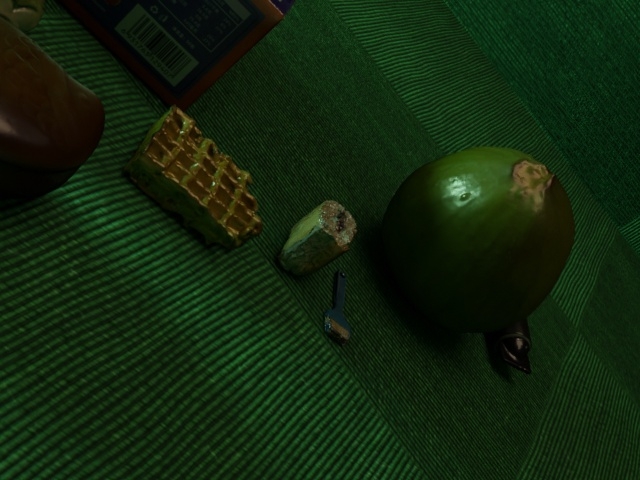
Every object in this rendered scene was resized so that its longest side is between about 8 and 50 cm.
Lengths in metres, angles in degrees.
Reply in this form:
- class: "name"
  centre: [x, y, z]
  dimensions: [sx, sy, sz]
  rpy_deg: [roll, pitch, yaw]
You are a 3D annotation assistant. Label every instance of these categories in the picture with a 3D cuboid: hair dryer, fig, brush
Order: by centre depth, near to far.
- class: "brush"
  centre: [0.028, 0.099, 1.487]
  dimensions: [0.051, 0.014, 0.164]
  rpy_deg: [41, 28, -23]
- class: "fig"
  centre: [0.275, -0.013, 1.651]
  dimensions: [0.343, 0.343, 0.343]
  rpy_deg: [38, 30, -27]
- class: "hair dryer"
  centre: [0.296, 0.134, 1.825]
  dimensions: [0.248, 0.078, 0.195]
  rpy_deg: [29, 34, -21]

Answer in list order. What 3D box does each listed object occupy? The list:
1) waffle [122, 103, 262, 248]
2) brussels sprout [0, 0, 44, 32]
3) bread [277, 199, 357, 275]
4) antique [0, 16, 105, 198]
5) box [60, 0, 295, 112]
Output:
- class: "waffle"
  centre: [-0.163, -0.077, 1.350]
  dimensions: [0.211, 0.055, 0.160]
  rpy_deg: [42, 29, -18]
- class: "brussels sprout"
  centre: [-0.409, -0.354, 1.218]
  dimensions: [0.131, 0.145, 0.183]
  rpy_deg: [5, 42, -22]
- class: "bread"
  centre: [-0.001, 0.000, 1.460]
  dimensions: [0.082, 0.106, 0.125]
  rpy_deg: [41, 24, -8]
- class: "antique"
  centre: [-0.369, -0.153, 1.037]
  dimensions: [0.278, 0.129, 0.223]
  rpy_deg: [23, 39, -44]
- class: "box"
  centre: [-0.222, -0.444, 1.487]
  dimensions: [0.349, 0.257, 0.318]
  rpy_deg: [45, 29, -15]
